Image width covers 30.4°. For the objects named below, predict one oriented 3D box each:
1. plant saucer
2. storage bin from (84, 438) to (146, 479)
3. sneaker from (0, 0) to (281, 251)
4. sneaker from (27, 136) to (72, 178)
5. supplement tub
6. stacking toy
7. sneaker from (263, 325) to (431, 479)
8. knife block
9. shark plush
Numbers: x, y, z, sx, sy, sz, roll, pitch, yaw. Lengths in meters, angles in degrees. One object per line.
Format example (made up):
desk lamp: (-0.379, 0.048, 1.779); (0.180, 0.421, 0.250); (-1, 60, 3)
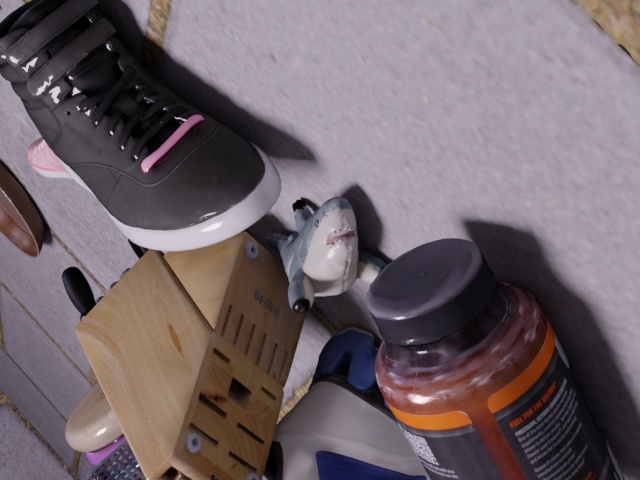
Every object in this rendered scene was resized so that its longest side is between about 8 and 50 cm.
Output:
plant saucer: (-0.392, -0.053, 1.448); (0.168, 0.029, 0.168); (40, 155, 23)
storage bin: (-0.163, 0.251, 1.308); (0.084, 0.180, 0.122); (42, 157, 18)
sneaker: (-0.147, -0.094, 0.828); (0.296, 0.104, 0.147); (29, 156, 49)
sneaker: (-0.230, -0.091, 1.065); (0.134, 0.051, 0.070); (20, 142, 44)
supplement tub: (0.099, 0.096, 0.682); (0.106, 0.106, 0.198); (13, 138, 55)
stacking toy: (-0.173, 0.313, 1.522); (0.330, 0.141, 0.141); (50, 159, -20)
sneaker: (0.065, 0.216, 0.833); (0.315, 0.182, 0.127); (35, 155, 31)
knife block: (-0.135, 0.091, 0.928); (0.242, 0.276, 0.088); (-16, 136, 37)
shark plush: (0.000, 0.000, 0.822); (0.161, 0.073, 0.067); (-143, 36, -81)
